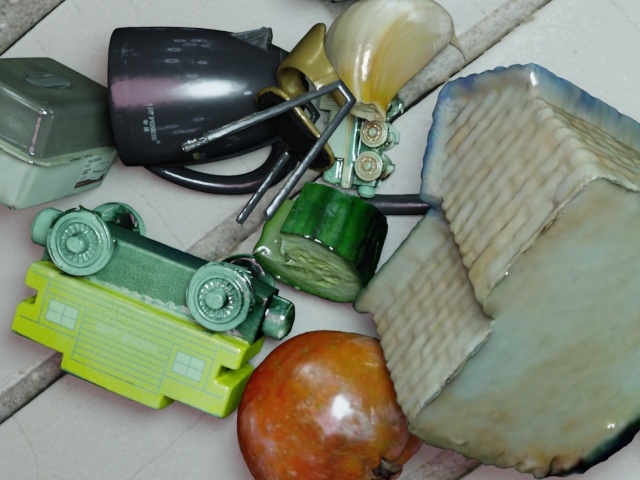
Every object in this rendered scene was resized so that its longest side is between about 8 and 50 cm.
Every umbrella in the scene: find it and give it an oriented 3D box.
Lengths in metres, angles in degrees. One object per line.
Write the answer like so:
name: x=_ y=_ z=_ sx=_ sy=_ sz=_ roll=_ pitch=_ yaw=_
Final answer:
umbrella: x=0.116 y=-0.056 z=1.574 sx=0.133 sy=0.031 sz=0.036 roll=-1 pitch=65 yaw=12

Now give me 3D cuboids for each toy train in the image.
toy train: x=-0.268 y=0.110 z=1.590 sx=0.441 sy=0.179 sz=0.273 roll=21 pitch=101 yaw=9
toy train: x=0.056 y=-0.165 z=1.562 sx=0.125 sy=0.080 sz=0.194 roll=9 pitch=93 yaw=20

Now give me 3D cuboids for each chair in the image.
chair: x=-0.048 y=-0.161 z=1.405 sx=0.247 sy=0.158 sz=0.172 roll=-38 pitch=101 yaw=-15

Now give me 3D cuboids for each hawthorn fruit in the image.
hawthorn fruit: x=0.014 y=0.267 z=1.485 sx=0.284 sy=0.284 sz=0.285 roll=0 pitch=91 yaw=12

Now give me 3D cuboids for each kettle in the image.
kettle: x=-0.161 y=-0.195 z=1.562 sx=0.290 sy=0.207 sz=0.269 roll=-2 pitch=117 yaw=-2

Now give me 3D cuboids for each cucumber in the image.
cucumber: x=0.010 y=0.002 z=1.507 sx=0.191 sy=0.191 sz=0.130 roll=14 pitch=71 yaw=11

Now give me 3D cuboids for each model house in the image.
model house: x=0.293 y=0.020 z=1.380 sx=0.395 sy=0.400 sz=0.445 roll=18 pitch=121 yaw=-30

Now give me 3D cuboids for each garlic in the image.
garlic: x=0.101 y=-0.281 z=1.488 sx=0.245 sy=0.145 sz=0.164 roll=-38 pitch=97 yaw=-29

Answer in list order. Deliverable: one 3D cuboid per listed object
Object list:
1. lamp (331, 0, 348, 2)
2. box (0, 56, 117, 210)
lamp: x=0.041 y=-0.467 z=1.471 sx=0.265 sy=0.233 sz=0.233 roll=-35 pitch=84 yaw=8
box: x=-0.440 y=-0.171 z=1.556 sx=0.220 sy=0.290 sz=0.166 roll=29 pitch=108 yaw=10
